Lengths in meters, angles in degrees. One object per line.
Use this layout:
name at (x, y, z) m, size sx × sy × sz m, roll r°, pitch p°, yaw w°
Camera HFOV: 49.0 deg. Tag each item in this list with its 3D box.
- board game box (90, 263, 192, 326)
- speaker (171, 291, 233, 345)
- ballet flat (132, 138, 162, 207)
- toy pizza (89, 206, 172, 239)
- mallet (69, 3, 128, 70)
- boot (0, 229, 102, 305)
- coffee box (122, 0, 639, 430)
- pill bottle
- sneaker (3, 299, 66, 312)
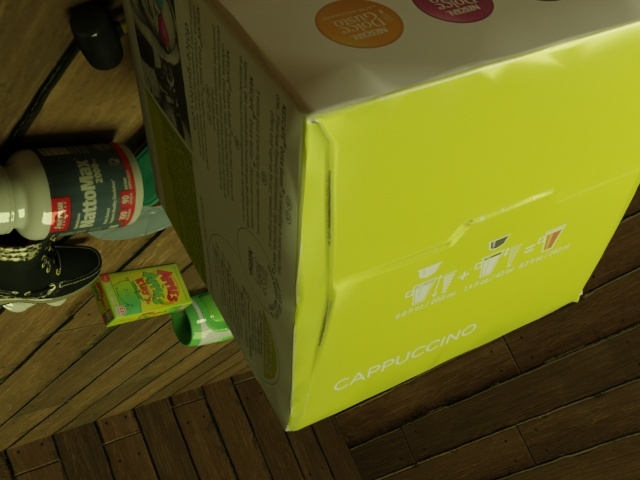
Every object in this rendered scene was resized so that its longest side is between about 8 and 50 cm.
board game box at (-0.352, 0.105, 1.392) m, size 0.181 × 0.092 × 0.043 m, roll -9°, pitch 158°, yaw -48°
speaker at (-0.224, 0.177, 1.799) m, size 0.296 × 0.131 × 0.131 m, roll -14°, pitch 162°, yaw -37°
ballet flat at (-0.133, -0.150, 0.876) m, size 0.316 × 0.108 × 0.106 m, roll -29°, pitch -174°, yaw 36°
toy pizza at (-0.263, -0.058, 1.078) m, size 0.201 × 0.032 × 0.201 m, roll -23°, pitch 167°, yaw -6°
mallet at (-0.147, -0.228, 0.668) m, size 0.189 × 0.039 × 0.062 m, roll -30°, pitch 164°, yaw -2°
boot at (-0.403, 0.021, 1.019) m, size 0.236 × 0.085 × 0.178 m, roll -10°, pitch 157°, yaw -45°
coffee box at (0.050, -0.106, 0.609) m, size 0.337 × 0.334 × 0.338 m, roll -20°, pitch 142°, yaw -22°
pill bottle at (-0.314, -0.057, 0.834) m, size 0.180 × 0.108 × 0.108 m, roll -13°, pitch 162°, yaw -40°
sneaker at (-0.479, 0.081, 1.189) m, size 0.061 × 0.054 × 0.152 m, roll -41°, pitch 167°, yaw 21°
